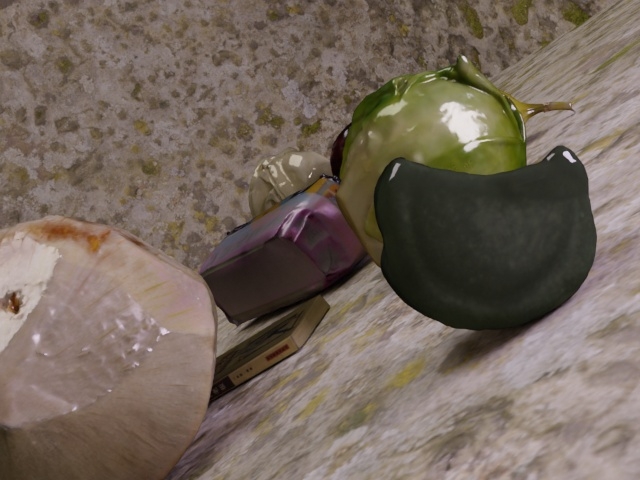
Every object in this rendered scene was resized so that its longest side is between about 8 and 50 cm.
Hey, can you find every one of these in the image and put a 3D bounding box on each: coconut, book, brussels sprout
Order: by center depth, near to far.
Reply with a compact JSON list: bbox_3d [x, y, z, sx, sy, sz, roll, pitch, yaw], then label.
[{"bbox_3d":[-0.304,0.144,0.926,0.415,0.345,0.415,-34,2,2],"label":"coconut"},{"bbox_3d":[0.143,-0.106,1.027,0.294,0.227,0.259,-43,-8,-4],"label":"brussels sprout"},{"bbox_3d":[-0.100,0.167,1.146,0.230,0.026,0.161,-33,6,22],"label":"book"}]

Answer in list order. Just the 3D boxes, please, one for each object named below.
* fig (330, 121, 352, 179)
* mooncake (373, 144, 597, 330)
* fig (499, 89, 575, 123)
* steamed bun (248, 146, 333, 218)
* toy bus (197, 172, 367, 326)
[{"bbox_3d":[0.093,-0.179,1.765,0.204,0.186,0.249,-57,27,-16],"label":"fig"},{"bbox_3d":[0.126,-0.014,0.632,0.168,0.175,0.104,-61,3,7],"label":"mooncake"},{"bbox_3d":[0.312,-0.204,1.383,0.257,0.159,0.159,-10,15,21],"label":"fig"},{"bbox_3d":[-0.081,-0.095,2.124,0.289,0.276,0.203,7,48,44],"label":"steamed bun"},{"bbox_3d":[-0.064,0.033,1.418,0.386,0.171,0.162,-28,20,51],"label":"toy bus"}]
